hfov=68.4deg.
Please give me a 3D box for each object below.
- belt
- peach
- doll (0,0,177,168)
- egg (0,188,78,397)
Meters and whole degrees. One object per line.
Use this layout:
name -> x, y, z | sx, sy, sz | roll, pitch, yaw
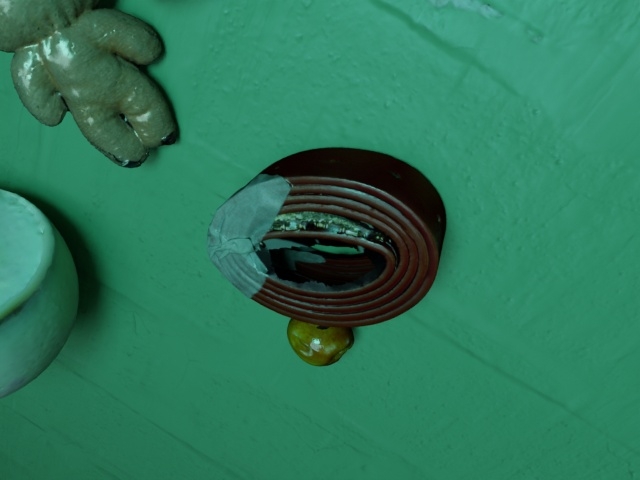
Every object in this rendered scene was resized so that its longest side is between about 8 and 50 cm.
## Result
belt -> 0.000, 0.000, 0.635 | 0.324, 0.115, 0.227 | -1, 117, 22
peach -> -0.003, 0.145, 0.733 | 0.101, 0.100, 0.100 | 9, 121, 16
doll -> -0.321, -0.245, 0.631 | 0.201, 0.156, 0.303 | -35, 128, -8
egg -> -0.602, 0.131, 0.818 | 0.355, 0.354, 0.339 | 24, 140, 7
